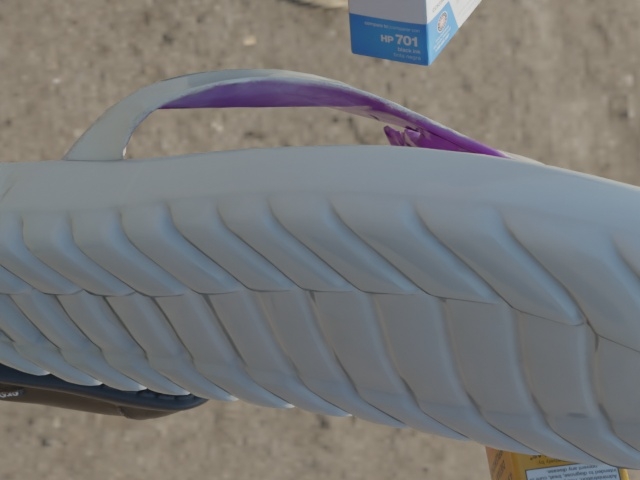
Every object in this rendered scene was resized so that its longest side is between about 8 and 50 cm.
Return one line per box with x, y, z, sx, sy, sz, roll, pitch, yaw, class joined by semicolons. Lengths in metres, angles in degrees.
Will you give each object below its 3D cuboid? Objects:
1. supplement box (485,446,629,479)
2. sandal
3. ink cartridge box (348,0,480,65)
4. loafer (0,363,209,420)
0.164;0.212;1.046;0.078;0.080;0.233;97;-15;-60;supplement box
-0.007;-0.008;0.588;0.169;0.416;0.102;49;54;-48;sandal
0.082;-0.270;1.427;0.140;0.082;0.191;-53;149;-44;ink cartridge box
-0.251;0.064;1.193;0.365;0.130;0.134;19;65;-6;loafer
